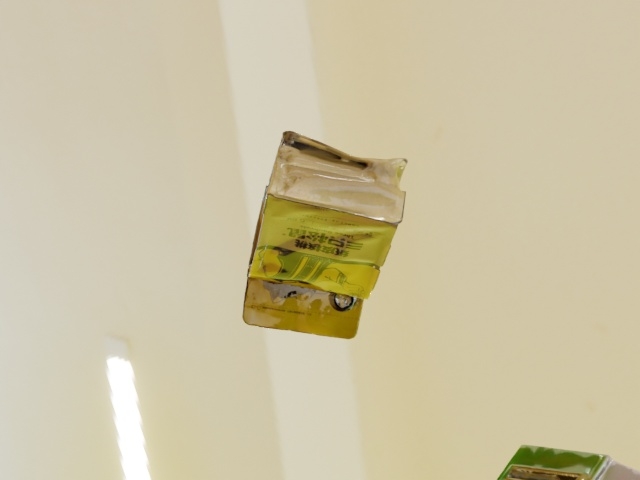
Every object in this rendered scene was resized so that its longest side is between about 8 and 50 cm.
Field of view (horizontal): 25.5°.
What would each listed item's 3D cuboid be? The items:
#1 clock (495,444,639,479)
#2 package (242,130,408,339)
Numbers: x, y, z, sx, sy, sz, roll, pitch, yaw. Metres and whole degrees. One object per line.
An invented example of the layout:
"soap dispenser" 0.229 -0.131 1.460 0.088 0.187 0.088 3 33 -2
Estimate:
"clock" 0.126 0.205 0.515 0.309 0.235 0.166 19 -30 41
"package" 0.000 0.000 0.751 0.131 0.071 0.047 104 -8 -57
